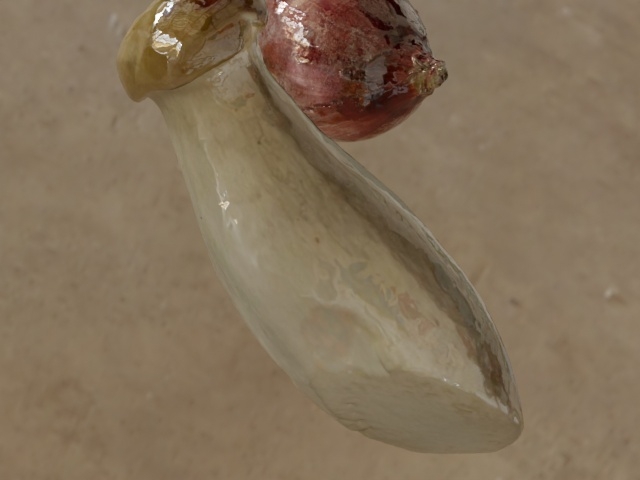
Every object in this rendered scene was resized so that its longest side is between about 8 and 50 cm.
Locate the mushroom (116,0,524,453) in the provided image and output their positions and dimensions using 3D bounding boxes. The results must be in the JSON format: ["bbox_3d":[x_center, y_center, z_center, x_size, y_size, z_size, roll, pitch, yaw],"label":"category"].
[{"bbox_3d":[0.000,0.000,1.149,0.350,0.128,0.128,57,39,-9],"label":"mushroom"}]

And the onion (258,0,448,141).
[{"bbox_3d":[0.035,-0.157,1.638,0.159,0.159,0.195,-13,25,-39],"label":"onion"}]
